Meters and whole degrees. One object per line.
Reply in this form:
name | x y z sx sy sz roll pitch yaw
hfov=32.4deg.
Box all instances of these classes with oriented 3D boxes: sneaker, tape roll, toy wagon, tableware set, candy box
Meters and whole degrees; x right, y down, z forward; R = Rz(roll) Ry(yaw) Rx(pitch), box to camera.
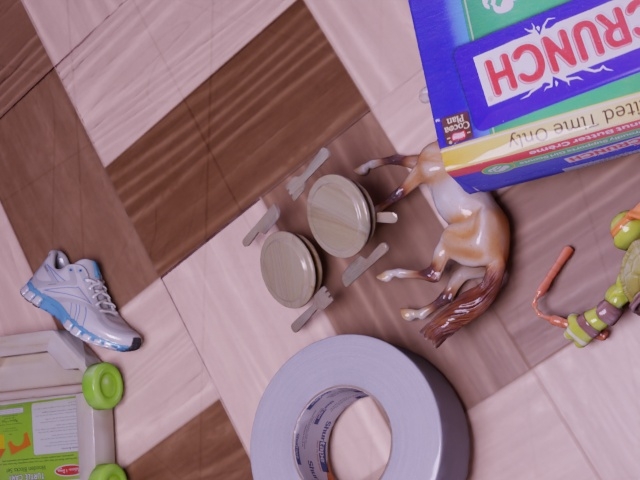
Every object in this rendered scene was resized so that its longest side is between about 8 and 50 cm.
sneaker | -0.283 0.069 1.334 0.191 0.071 0.083 29 93 28
tape roll | 0.038 0.209 1.120 0.219 0.072 0.219 -9 72 29
toy wagon | -0.352 0.287 1.349 0.267 0.068 0.344 -9 81 28
tableware set | 0.000 0.000 1.166 0.194 0.039 0.128 -45 69 44
candy box | 0.218 -0.230 1.009 0.268 0.122 0.317 -15 78 19

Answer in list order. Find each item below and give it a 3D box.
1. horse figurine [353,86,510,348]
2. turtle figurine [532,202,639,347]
horse figurine | 0.124 -0.026 1.119 0.174 0.066 0.263 -27 67 27
turtle figurine | 0.331 0.040 0.984 0.269 0.087 0.217 -41 67 19
